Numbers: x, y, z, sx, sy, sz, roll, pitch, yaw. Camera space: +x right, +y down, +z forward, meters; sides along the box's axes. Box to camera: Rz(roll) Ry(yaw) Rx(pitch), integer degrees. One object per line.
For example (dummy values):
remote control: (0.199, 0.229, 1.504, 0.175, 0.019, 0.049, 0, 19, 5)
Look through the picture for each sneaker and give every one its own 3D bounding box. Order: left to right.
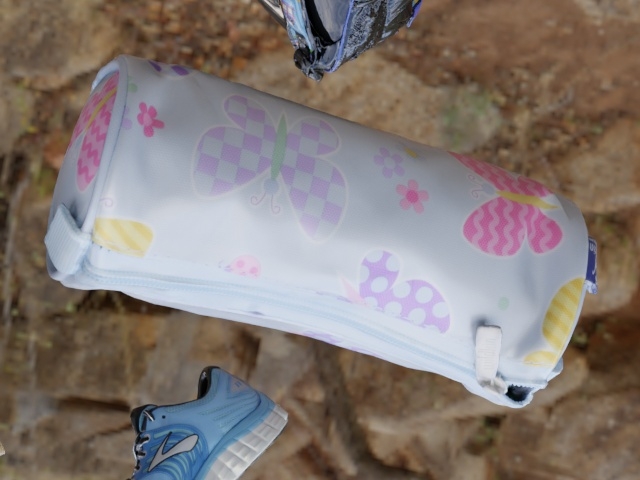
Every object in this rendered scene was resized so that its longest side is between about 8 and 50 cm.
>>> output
sneaker: (-0.094, 0.135, 0.808, 0.073, 0.162, 0.063, 44, 143, 4)

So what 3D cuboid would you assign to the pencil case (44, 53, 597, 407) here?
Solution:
pencil case: (0.000, 0.000, 0.698, 0.273, 0.124, 0.113, 18, 154, -20)

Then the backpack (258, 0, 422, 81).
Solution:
backpack: (0.003, -0.214, 0.860, 0.158, 0.117, 0.173, 51, 157, 19)

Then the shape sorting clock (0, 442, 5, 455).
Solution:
shape sorting clock: (-0.176, 0.110, 0.686, 0.040, 0.206, 0.206, -28, -165, -15)
